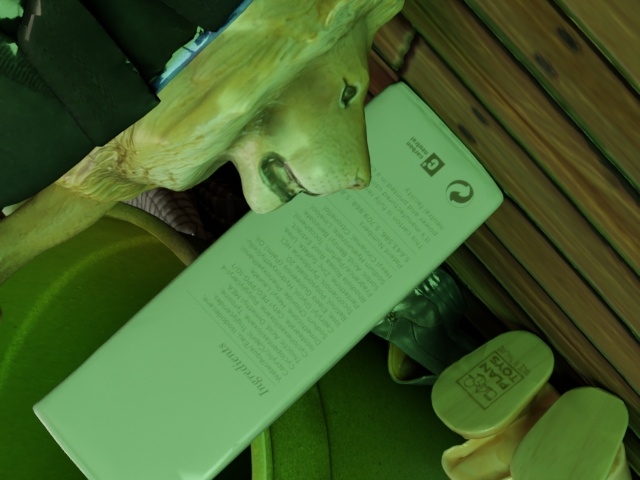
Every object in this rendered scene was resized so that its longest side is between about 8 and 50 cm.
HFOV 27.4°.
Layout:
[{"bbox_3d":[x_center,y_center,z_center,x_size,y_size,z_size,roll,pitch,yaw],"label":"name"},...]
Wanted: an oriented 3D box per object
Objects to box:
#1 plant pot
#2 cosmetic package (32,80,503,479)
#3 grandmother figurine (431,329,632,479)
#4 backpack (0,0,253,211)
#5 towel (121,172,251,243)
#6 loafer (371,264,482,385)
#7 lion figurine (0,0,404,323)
[{"bbox_3d":[-0.057,0.178,0.935,0.353,0.366,0.366,13,-158,-49],"label":"plant pot"},{"bbox_3d":[-0.025,0.036,0.649,0.085,0.231,0.117,48,170,5],"label":"cosmetic package"},{"bbox_3d":[0.164,0.196,0.843,0.208,0.104,0.342,51,172,46],"label":"grandmother figurine"},{"bbox_3d":[-0.126,-0.150,0.347,0.263,0.276,0.213,45,-157,-21],"label":"backpack"},{"bbox_3d":[-0.119,0.073,1.221,0.235,0.121,0.283,-135,51,-61],"label":"towel"},{"bbox_3d":[0.068,0.070,0.871,0.062,0.061,0.170,39,167,40],"label":"loafer"},{"bbox_3d":[-0.103,-0.087,0.659,0.142,0.240,0.392,49,-178,-23],"label":"lion figurine"}]
